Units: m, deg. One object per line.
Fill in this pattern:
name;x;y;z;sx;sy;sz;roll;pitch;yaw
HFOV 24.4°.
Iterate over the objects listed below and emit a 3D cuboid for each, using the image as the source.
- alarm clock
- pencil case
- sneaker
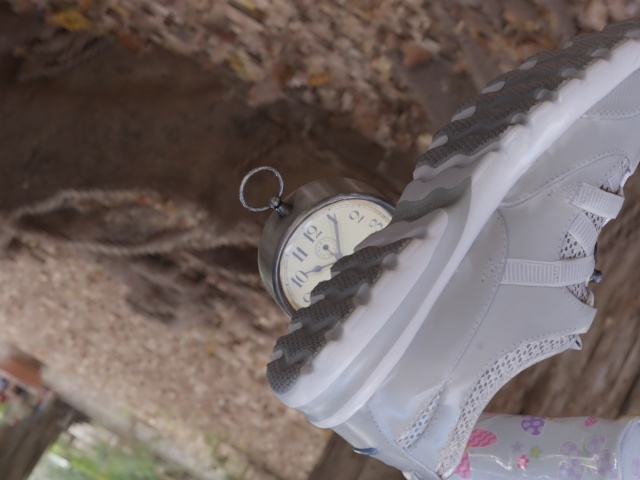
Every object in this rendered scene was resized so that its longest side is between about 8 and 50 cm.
alarm clock;0.000;0.000;1.248;0.192;0.129;0.064;42;-178;-33
pencil case;0.246;0.252;1.710;0.273;0.124;0.113;-3;143;30
sneaker;0.098;0.001;0.739;0.115;0.281;0.105;46;168;-16
